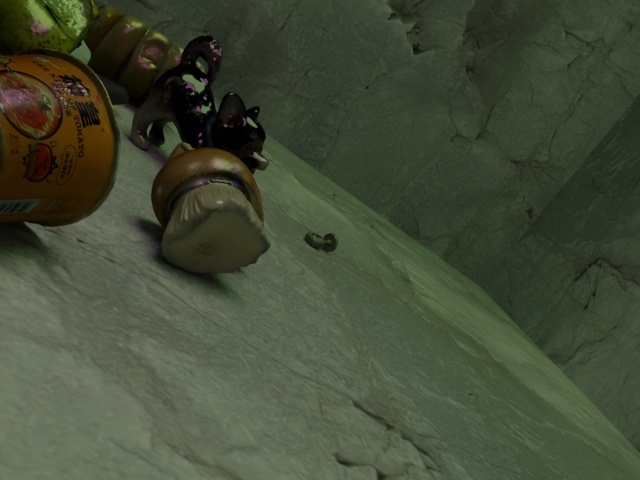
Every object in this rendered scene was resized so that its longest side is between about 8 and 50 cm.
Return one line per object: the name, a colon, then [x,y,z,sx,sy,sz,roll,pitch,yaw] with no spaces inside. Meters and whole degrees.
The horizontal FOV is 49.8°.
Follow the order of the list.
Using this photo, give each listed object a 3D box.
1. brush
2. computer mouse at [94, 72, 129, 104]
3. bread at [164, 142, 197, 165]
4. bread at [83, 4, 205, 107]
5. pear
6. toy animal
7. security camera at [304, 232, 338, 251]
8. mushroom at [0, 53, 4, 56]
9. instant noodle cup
brush: [-0.162,-0.019,1.156,0.266,0.174,0.166,53,9,-51]
computer mouse: [-0.545,-0.362,1.616,0.120,0.057,0.232,30,11,13]
bread: [-0.263,-0.124,1.385,0.082,0.106,0.125,27,17,-44]
bread: [-0.514,-0.496,1.927,0.341,0.210,0.300,30,1,-33]
pear: [-0.605,-0.460,1.396,0.238,0.164,0.255,42,33,-23]
toy animal: [-0.247,-0.276,1.575,0.344,0.302,0.194,39,13,13]
security camera: [0.000,0.000,1.910,0.092,0.058,0.058,10,28,-52]
mushroom: [-0.455,-0.190,1.011,0.188,0.141,0.117,32,45,-19]
instant noodle cup: [-0.357,-0.110,0.758,0.216,0.215,0.172,39,19,9]
